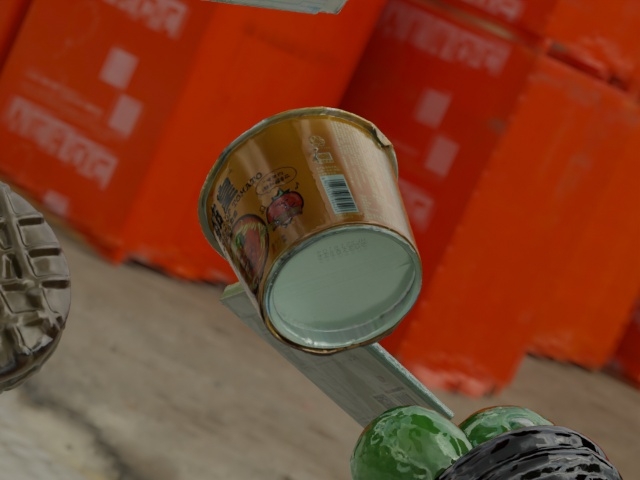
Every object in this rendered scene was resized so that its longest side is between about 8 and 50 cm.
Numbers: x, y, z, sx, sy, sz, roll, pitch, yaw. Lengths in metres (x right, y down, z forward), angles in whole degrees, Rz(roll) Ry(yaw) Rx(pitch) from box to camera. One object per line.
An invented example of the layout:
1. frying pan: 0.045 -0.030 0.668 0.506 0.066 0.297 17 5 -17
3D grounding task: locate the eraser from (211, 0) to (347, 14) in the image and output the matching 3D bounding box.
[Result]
1. eraser: -0.032 -0.244 1.500 0.052 0.095 0.225 47 24 20

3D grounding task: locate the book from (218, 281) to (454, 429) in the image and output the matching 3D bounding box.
1. book: 0.017 0.143 2.263 0.283 0.025 0.215 44 -26 -14

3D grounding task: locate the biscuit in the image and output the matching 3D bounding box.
1. biscuit: -0.457 0.048 2.191 0.332 0.103 0.332 15 48 -18

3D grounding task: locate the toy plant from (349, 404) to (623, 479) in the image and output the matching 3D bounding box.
1. toy plant: 0.138 0.203 1.361 0.218 0.175 0.235 14 23 -38

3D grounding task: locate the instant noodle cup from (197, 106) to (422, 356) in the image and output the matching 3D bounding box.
1. instant noodle cup: 0.000 0.000 1.798 0.216 0.216 0.172 21 28 -32
